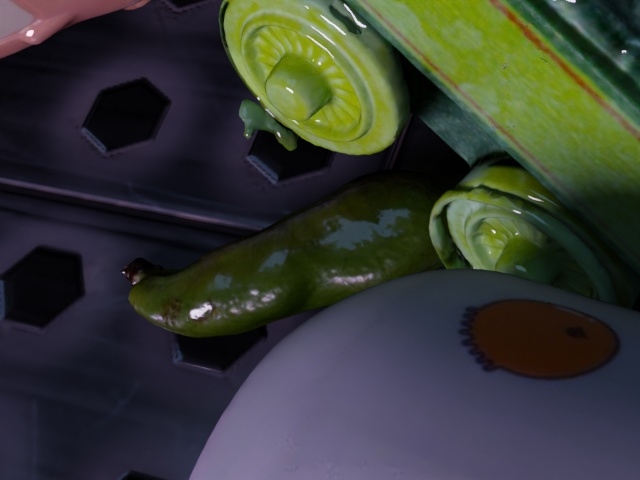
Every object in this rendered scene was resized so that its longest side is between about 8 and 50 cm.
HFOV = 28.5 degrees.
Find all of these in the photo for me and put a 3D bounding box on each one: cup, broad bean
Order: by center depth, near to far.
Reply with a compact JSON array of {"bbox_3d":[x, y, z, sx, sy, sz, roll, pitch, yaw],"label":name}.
[{"bbox_3d":[0.121,0.134,0.359,0.317,0.212,0.212,19,66,26],"label":"cup"},{"bbox_3d":[-0.002,0.006,0.571,0.195,0.046,0.061,-14,40,10],"label":"broad bean"}]

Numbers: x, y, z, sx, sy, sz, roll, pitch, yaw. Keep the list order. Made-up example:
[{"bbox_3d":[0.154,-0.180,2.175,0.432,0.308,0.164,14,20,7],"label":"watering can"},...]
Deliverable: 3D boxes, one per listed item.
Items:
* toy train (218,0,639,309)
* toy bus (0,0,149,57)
[{"bbox_3d":[0.090,-0.081,0.481,0.271,0.188,0.159,43,66,-5],"label":"toy train"},{"bbox_3d":[-0.204,-0.207,0.635,0.232,0.287,0.194,-39,55,9],"label":"toy bus"}]
